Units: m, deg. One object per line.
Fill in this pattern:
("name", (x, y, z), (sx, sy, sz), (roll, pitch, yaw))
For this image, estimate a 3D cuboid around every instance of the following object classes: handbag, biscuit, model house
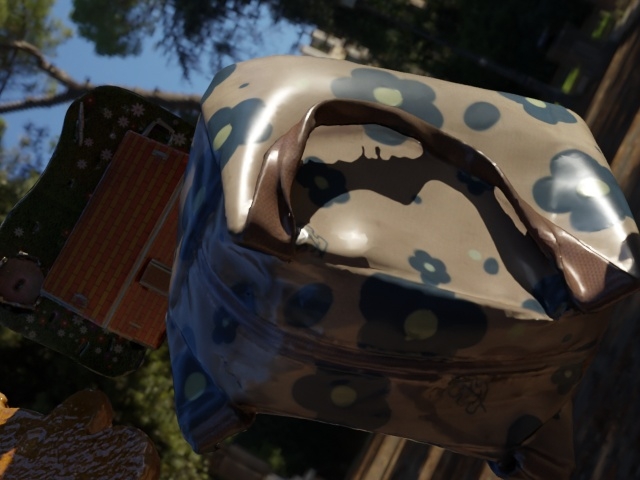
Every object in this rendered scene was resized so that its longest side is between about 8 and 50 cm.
("handbag", (0.043, 0.018, 0.545), (0.193, 0.251, 0.190), (-91, 12, -60))
("biscuit", (-0.284, 0.231, 0.978), (0.049, 0.324, 0.205), (62, -143, -28))
("model house", (-0.210, -0.015, 1.032), (0.294, 0.207, 0.154), (-63, 14, -9))
